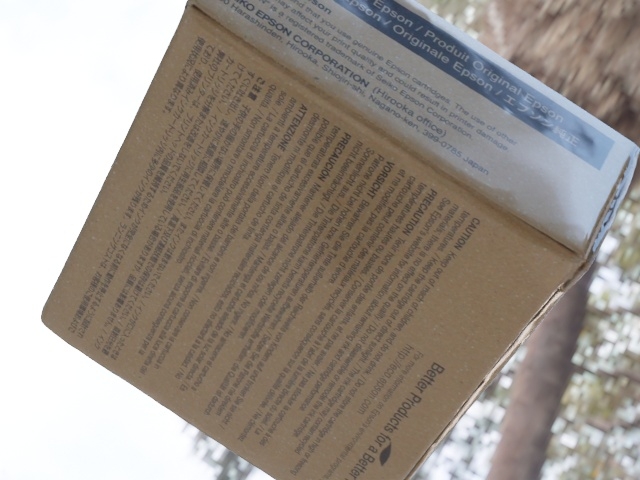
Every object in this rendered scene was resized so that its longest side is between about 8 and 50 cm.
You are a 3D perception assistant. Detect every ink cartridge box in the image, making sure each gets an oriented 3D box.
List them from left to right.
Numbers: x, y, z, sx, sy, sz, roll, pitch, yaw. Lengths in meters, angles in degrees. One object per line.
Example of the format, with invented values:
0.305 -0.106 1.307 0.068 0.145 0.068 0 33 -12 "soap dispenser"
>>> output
0.000 0.000 0.859 0.193 0.088 0.235 33 -44 0 "ink cartridge box"
